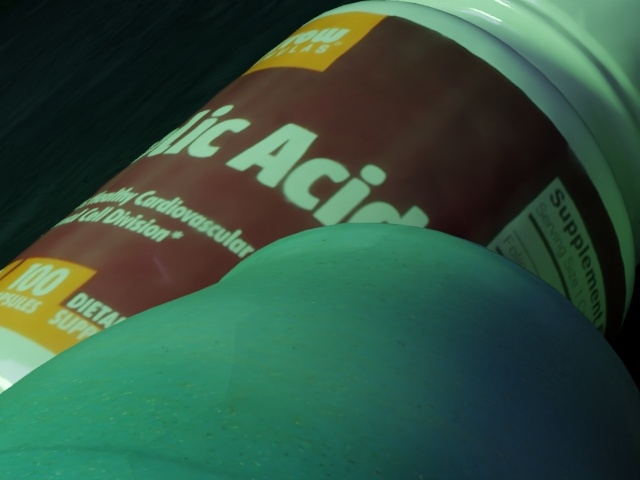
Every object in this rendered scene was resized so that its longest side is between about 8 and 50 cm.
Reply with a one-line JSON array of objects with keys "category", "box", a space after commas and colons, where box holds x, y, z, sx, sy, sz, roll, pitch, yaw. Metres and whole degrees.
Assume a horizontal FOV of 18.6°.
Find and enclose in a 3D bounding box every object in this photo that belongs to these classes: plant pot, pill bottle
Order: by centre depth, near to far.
[{"category": "plant pot", "box": [-0.010, 0.128, 0.610, 0.271, 0.272, 0.255, -20, 20, 31]}, {"category": "pill bottle", "box": [0.008, 0.026, 0.934, 0.392, 0.224, 0.224, -42, 21, -32]}]
